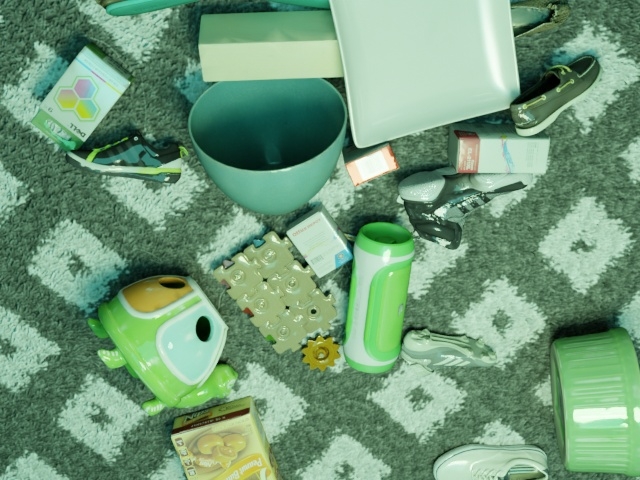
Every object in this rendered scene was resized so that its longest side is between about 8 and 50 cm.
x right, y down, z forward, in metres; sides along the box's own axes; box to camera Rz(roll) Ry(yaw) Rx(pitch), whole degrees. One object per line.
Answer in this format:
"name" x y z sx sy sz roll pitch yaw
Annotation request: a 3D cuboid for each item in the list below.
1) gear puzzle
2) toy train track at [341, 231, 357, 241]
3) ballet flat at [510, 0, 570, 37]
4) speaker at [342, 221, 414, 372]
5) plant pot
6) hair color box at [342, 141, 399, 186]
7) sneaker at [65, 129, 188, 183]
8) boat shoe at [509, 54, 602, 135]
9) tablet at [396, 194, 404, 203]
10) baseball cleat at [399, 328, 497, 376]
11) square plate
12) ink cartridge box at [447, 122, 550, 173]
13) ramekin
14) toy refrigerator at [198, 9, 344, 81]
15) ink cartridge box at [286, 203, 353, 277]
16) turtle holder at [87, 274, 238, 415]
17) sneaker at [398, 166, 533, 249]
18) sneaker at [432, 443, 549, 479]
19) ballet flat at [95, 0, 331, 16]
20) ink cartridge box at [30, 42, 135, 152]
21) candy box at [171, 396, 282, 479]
"gear puzzle" -0.062 0.138 1.942 0.175 0.044 0.339 -35 108 8
"toy train track" 0.079 -0.003 1.910 0.083 0.014 0.048 17 114 -1
"ballet flat" 0.355 -0.413 1.755 0.249 0.058 0.084 -12 107 3
"speaker" 0.117 0.118 1.877 0.131 0.131 0.297 4 116 -3
"plant pot" -0.091 -0.162 1.740 0.290 0.290 0.195 -4 138 0
"hair color box" 0.094 -0.160 1.776 0.093 0.167 0.053 -23 106 6
"sneaker" -0.382 -0.173 1.819 0.234 0.084 0.097 7 94 -9
"boat shoe" 0.450 -0.291 1.749 0.227 0.081 0.069 -41 120 -18
"tablet" 0.204 -0.090 1.887 0.083 0.006 0.054 20 106 -8
"baseball cleat" 0.271 0.251 1.978 0.205 0.072 0.109 16 121 -2
"square plate" 0.189 -0.377 1.683 0.344 0.049 0.347 -16 112 -12
"ink cartridge box" 0.345 -0.181 1.795 0.175 0.127 0.072 1 109 -1
"ramekin" 0.562 0.334 1.887 0.148 0.303 0.304 -5 108 8
"toy refrigerator" -0.088 -0.363 1.729 0.269 0.102 0.094 -3 137 -1
"ink cartridge box" 0.000 0.000 1.884 0.088 0.052 0.122 -31 108 16
"turtle holder" -0.295 0.218 1.859 0.227 0.243 0.320 -37 97 -7
"sneaker" 0.295 -0.070 1.849 0.268 0.101 0.153 -8 113 0
"sneaker" 0.381 0.508 2.042 0.258 0.091 0.094 -9 108 2
"ballet flat" -0.178 -0.511 1.673 0.482 0.164 0.182 -1 93 2
"ink cartridge box" -0.469 -0.268 1.784 0.109 0.062 0.209 39 104 -14
"candy box" -0.190 0.521 2.037 0.182 0.087 0.317 -17 108 4
